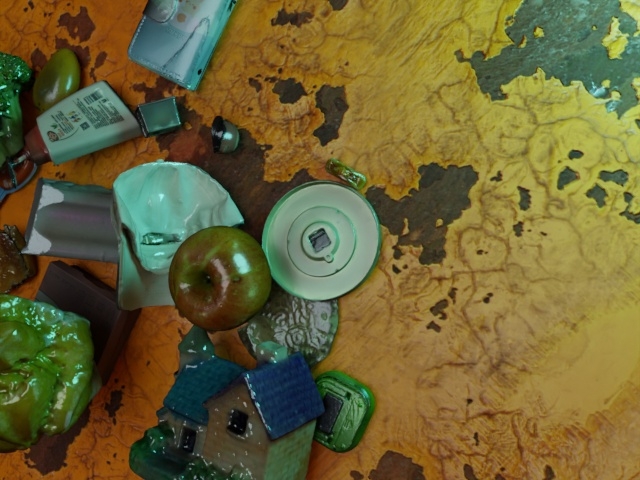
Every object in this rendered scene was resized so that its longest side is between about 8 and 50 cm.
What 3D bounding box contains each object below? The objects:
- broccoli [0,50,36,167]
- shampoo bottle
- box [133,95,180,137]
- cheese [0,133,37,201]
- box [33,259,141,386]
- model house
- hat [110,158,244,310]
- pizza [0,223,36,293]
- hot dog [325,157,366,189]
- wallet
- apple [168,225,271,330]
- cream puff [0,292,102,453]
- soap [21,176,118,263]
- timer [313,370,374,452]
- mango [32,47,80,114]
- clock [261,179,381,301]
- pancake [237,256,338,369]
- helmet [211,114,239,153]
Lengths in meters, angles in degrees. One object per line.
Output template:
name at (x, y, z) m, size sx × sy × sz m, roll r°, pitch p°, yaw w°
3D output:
broccoli at (-0.810, -0.253, 1.721) m, size 0.321 × 0.413 × 0.310 m, roll 2°, pitch 132°, yaw 31°
shampoo bottle at (-0.531, -0.215, 1.676) m, size 0.284 × 0.071 × 0.153 m, roll -34°, pitch 74°, yaw -16°
box at (-0.334, -0.254, 1.660) m, size 0.084 × 0.060 × 0.063 m, roll -20°, pitch 87°, yaw -22°
cheese at (-0.722, -0.135, 1.835) m, size 0.106 × 0.037 × 0.256 m, roll 43°, pitch 102°, yaw 19°
box at (-0.515, 0.181, 1.719) m, size 0.215 × 0.086 × 0.215 m, roll 28°, pitch 99°, yaw 19°
model house at (-0.168, 0.312, 1.478) m, size 0.312 × 0.245 × 0.280 m, roll 18°, pitch 102°, yaw 29°
hat at (-0.320, 0.002, 1.610) m, size 0.168 × 0.257 × 0.301 m, roll 47°, pitch 127°, yaw 44°
pizza at (-0.739, 0.053, 1.825) m, size 0.226 × 0.069 × 0.147 m, roll -33°, pitch 101°, yaw 23°
hot dog at (0.044, -0.129, 1.537) m, size 0.090 × 0.034 × 0.030 m, roll 31°, pitch 99°, yaw 19°
wallet at (-0.279, -0.454, 1.652) m, size 0.176 × 0.075 × 0.250 m, roll 29°, pitch 98°, yaw 16°
apple at (-0.184, 0.069, 1.505) m, size 0.196 × 0.196 × 0.196 m, roll -1°, pitch 88°, yaw 21°
cream puff at (-0.608, 0.259, 1.519) m, size 0.378 × 0.378 × 0.276 m, roll -4°, pitch 66°, yaw 21°
soap at (-0.479, -0.039, 1.736) m, size 0.302 × 0.258 × 0.159 m, roll 10°, pitch 92°, yaw -23°
timer at (0.029, 0.325, 1.521) m, size 0.128 × 0.047 × 0.140 m, roll 27°, pitch 98°, yaw 21°
mango at (-0.578, -0.348, 1.768) m, size 0.103 × 0.076 × 0.161 m, roll 12°, pitch 84°, yaw 28°
clock at (0.000, 0.000, 1.537) m, size 0.235 × 0.029 × 0.235 m, roll -2°, pitch 83°, yaw 16°
pancake at (-0.064, 0.149, 1.573) m, size 0.212 × 0.029 × 0.235 m, roll 21°, pitch 96°, yaw 20°
helmet at (-0.189, -0.211, 1.623) m, size 0.065 × 0.049 × 0.084 m, roll -50°, pitch 40°, yaw 48°
